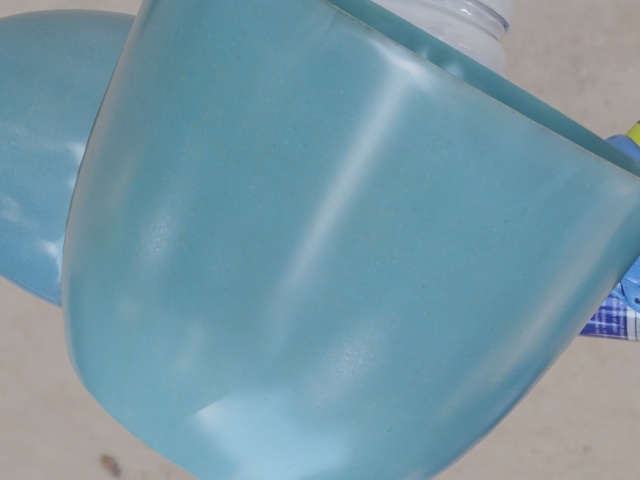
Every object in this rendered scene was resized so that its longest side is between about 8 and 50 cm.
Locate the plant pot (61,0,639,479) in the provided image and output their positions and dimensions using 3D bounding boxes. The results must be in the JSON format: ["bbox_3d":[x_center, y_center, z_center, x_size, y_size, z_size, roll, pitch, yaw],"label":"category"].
[{"bbox_3d":[0.000,0.000,0.803,0.293,0.293,0.235,27,101,-20],"label":"plant pot"}]

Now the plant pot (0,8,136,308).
[{"bbox_3d":[-0.286,-0.100,1.471,0.195,0.290,0.290,18,146,-1],"label":"plant pot"}]

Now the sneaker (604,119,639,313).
[{"bbox_3d":[0.217,0.032,0.894,0.209,0.082,0.069,52,-178,7],"label":"sneaker"}]

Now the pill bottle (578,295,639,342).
[{"bbox_3d":[0.236,0.019,1.094,0.186,0.112,0.112,5,145,15],"label":"pill bottle"}]

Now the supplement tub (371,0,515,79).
[{"bbox_3d":[0.069,-0.124,1.490,0.191,0.272,0.191,19,175,2],"label":"supplement tub"}]
